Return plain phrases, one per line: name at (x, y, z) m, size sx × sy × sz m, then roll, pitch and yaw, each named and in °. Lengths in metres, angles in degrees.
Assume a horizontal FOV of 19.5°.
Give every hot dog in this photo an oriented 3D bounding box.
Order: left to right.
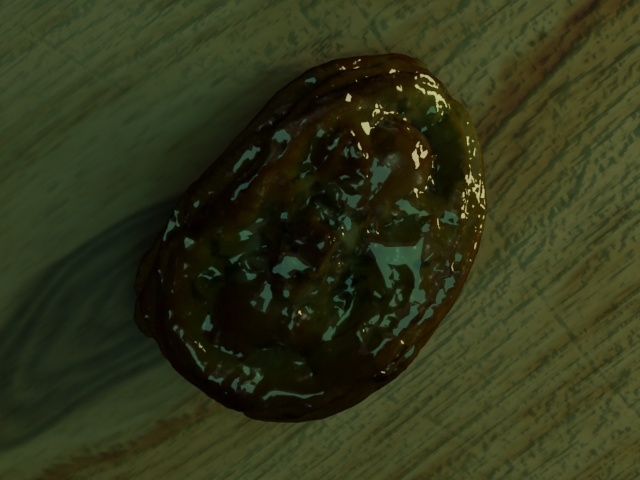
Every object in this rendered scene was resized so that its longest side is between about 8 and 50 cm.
hot dog at (0.000, 0.000, 1.277) m, size 0.196 × 0.122 × 0.272 m, roll 40°, pitch 99°, yaw -15°
